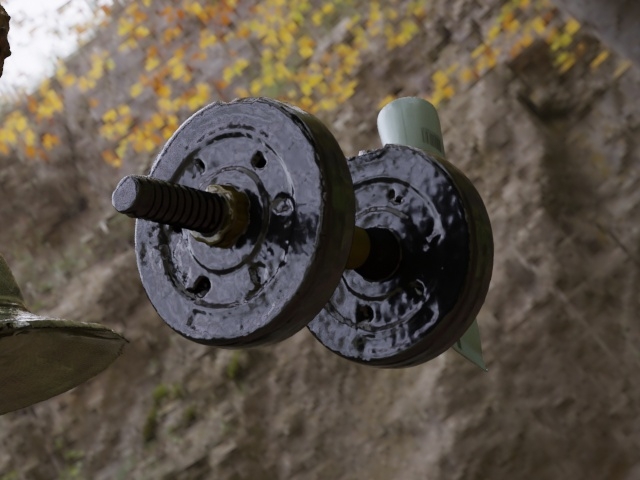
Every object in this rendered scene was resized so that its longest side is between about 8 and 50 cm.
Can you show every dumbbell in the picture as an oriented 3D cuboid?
[{"bbox_3d":[0.000,0.000,0.836,0.143,0.143,0.325,-49,-33,21],"label":"dumbbell"}]

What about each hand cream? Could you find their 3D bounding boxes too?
[{"bbox_3d":[0.118,-0.020,1.472,0.067,0.320,0.109,-27,-39,21],"label":"hand cream"}]

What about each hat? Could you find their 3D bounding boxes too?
[{"bbox_3d":[-0.267,0.054,0.980,0.252,0.110,0.252,-16,-16,-5],"label":"hat"}]

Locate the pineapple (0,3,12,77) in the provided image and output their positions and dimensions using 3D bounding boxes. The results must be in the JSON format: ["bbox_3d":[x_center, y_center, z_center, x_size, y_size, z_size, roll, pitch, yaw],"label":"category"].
[{"bbox_3d":[-0.395,-0.176,1.308,0.158,0.158,0.278,-47,6,19],"label":"pineapple"}]
